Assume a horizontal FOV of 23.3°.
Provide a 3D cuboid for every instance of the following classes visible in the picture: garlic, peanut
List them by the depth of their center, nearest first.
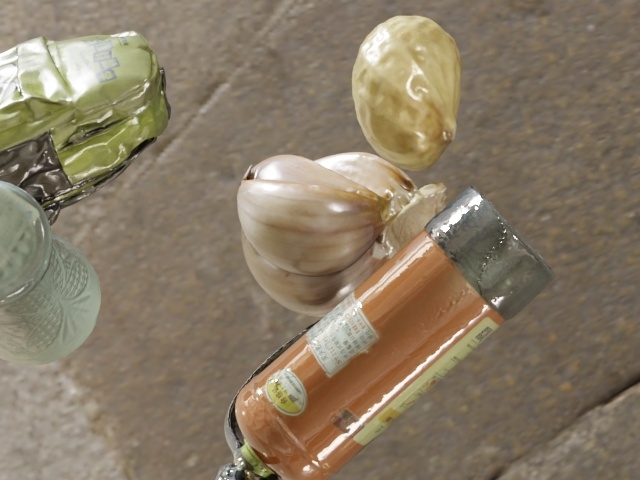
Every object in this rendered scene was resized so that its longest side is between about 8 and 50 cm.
[{"bbox_3d":[0.000,0.000,1.525,0.191,0.214,0.160,10,110,29],"label":"garlic"},{"bbox_3d":[0.090,-0.156,1.605,0.109,0.140,0.159,1,60,9],"label":"peanut"}]

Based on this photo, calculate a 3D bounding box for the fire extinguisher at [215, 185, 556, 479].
[{"bbox_3d":[0.034,0.112,1.405,0.376,0.200,0.113,-42,91,5],"label":"fire extinguisher"}]

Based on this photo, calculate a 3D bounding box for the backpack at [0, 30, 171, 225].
[{"bbox_3d":[-0.274,-0.118,1.591,0.207,0.253,0.140,-117,6,-53],"label":"backpack"}]

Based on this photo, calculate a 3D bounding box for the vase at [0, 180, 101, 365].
[{"bbox_3d":[-0.198,0.021,1.000,0.096,0.096,0.219,62,172,9],"label":"vase"}]
